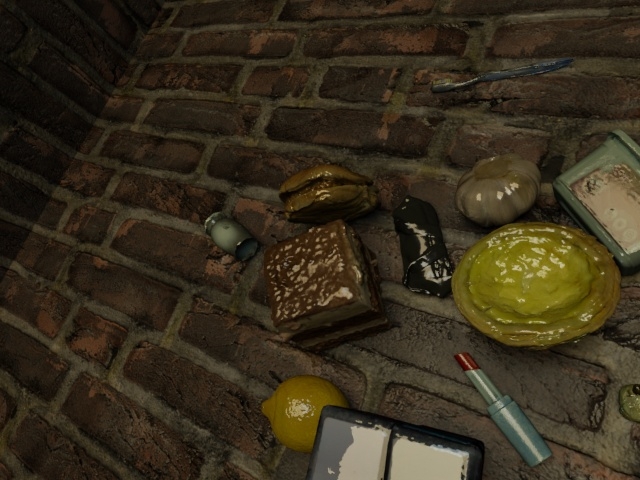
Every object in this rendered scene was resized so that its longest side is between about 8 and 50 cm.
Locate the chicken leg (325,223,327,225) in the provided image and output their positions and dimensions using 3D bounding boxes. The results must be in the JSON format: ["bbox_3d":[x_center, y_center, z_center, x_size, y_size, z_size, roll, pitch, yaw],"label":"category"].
[{"bbox_3d":[-0.001,0.002,1.338,0.198,0.084,0.069,-14,29,27],"label":"chicken leg"}]

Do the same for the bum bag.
[{"bbox_3d":[0.277,0.011,1.195,0.142,0.079,0.326,-16,61,14],"label":"bum bag"}]

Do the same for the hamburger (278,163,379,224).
[{"bbox_3d":[0.026,-0.133,1.264,0.260,0.283,0.144,-22,68,39],"label":"hamburger"}]

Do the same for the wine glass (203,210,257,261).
[{"bbox_3d":[-0.310,-0.016,1.465,0.204,0.111,0.111,35,85,34],"label":"wine glass"}]

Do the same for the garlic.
[{"bbox_3d":[0.466,-0.124,1.120,0.228,0.152,0.227,-31,26,17],"label":"garlic"}]

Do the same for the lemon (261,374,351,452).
[{"bbox_3d":[-0.029,0.439,1.088,0.244,0.187,0.186,12,71,-4],"label":"lemon"}]

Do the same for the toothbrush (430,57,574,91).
[{"bbox_3d":[0.552,-0.516,1.328,0.414,0.035,0.042,-2,64,25],"label":"toothbrush"}]

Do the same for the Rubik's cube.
[{"bbox_3d":[0.157,0.538,0.874,0.314,0.318,0.315,5,71,25],"label":"Rubik's cube"}]

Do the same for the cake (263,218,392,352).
[{"bbox_3d":[0.024,0.129,1.142,0.282,0.290,0.255,-21,62,12],"label":"cake"}]

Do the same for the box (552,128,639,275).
[{"bbox_3d":[0.703,-0.075,0.990,0.183,0.175,0.311,-36,57,18],"label":"box"}]

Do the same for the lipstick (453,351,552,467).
[{"bbox_3d":[0.407,0.373,0.979,0.068,0.061,0.274,-38,57,7],"label":"lipstick"}]

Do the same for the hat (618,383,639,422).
[{"bbox_3d":[0.662,0.337,0.878,0.076,0.059,0.077,-3,71,29],"label":"hat"}]

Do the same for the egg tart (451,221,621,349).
[{"bbox_3d":[0.490,0.110,0.987,0.346,0.132,0.345,-18,45,19],"label":"egg tart"}]
